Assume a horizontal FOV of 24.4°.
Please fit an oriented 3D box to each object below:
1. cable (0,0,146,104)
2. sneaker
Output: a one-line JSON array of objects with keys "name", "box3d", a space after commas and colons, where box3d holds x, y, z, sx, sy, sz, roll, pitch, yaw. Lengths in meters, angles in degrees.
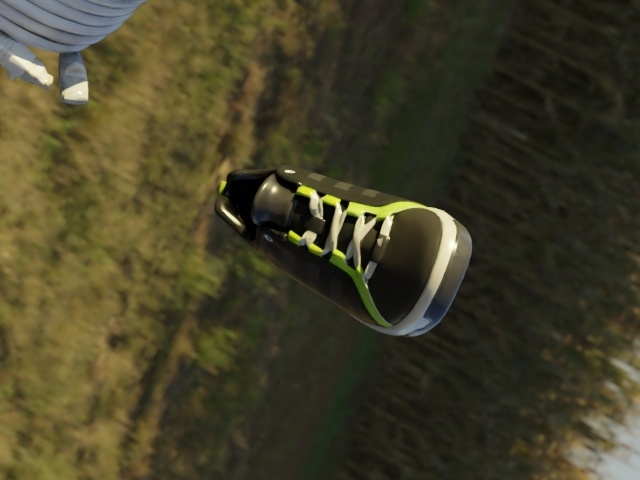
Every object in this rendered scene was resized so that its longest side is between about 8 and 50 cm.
[{"name": "cable", "box3d": [-0.198, -0.240, 0.913, 0.089, 0.257, 0.257, -31, -146, 22]}, {"name": "sneaker", "box3d": [0.000, 0.000, 0.946, 0.235, 0.097, 0.084, 17, -93, 59]}]
